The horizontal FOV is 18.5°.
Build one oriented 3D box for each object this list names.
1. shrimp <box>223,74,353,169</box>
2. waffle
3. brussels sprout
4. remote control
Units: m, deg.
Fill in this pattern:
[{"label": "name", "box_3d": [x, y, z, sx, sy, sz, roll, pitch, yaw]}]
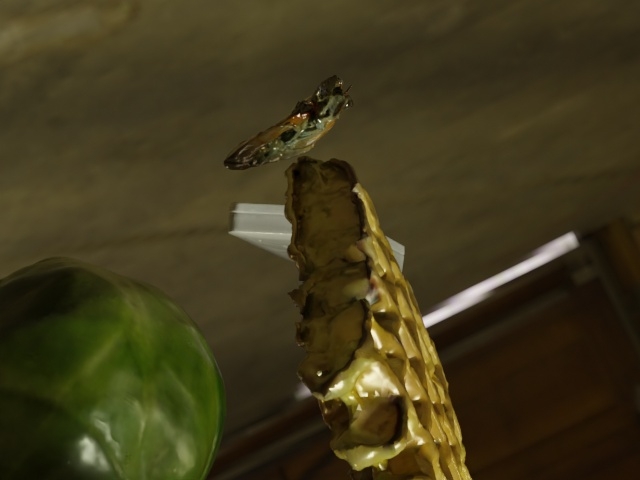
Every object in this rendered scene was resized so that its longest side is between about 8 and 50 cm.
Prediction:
[{"label": "shrimp", "box_3d": [-0.028, -0.105, 1.776, 0.099, 0.041, 0.180, -14, 169, -35]}, {"label": "waffle", "box_3d": [0.039, 0.081, 1.278, 0.065, 0.309, 0.283, -23, 169, 9]}, {"label": "brussels sprout", "box_3d": [-0.245, 0.159, 1.881, 0.289, 0.281, 0.354, -53, -152, 3]}, {"label": "remote control", "box_3d": [0.000, 0.000, 1.770, 0.103, 0.034, 0.250, 3, 172, 18]}]
